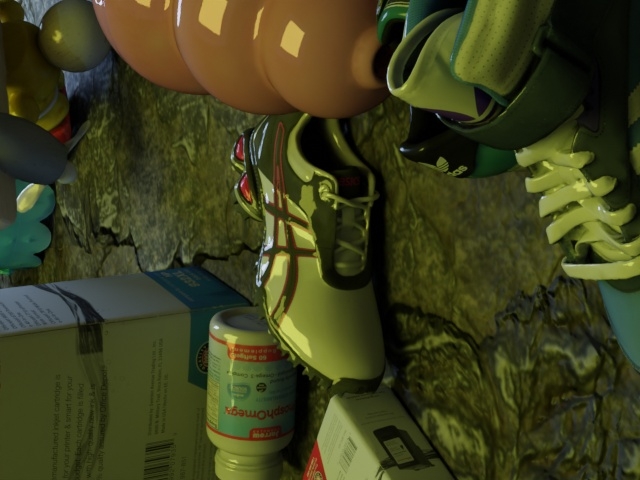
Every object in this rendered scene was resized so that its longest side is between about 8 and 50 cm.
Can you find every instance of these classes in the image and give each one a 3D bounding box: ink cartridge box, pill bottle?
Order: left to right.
[{"bbox_3d":[-0.239,0.162,1.517,0.129,0.308,0.223,33,123,52],"label":"ink cartridge box"},{"bbox_3d":[-0.066,0.150,1.441,0.087,0.087,0.160,26,118,55],"label":"pill bottle"},{"bbox_3d":[0.055,0.216,1.273,0.150,0.063,0.109,54,138,39],"label":"ink cartridge box"}]

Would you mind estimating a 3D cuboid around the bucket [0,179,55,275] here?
[{"bbox_3d":[-0.492,-0.084,2.018,0.281,0.183,0.281,18,111,57],"label":"bucket"}]

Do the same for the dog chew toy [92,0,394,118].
[{"bbox_3d":[-0.048,-0.199,1.251,0.332,0.207,0.206,31,122,44],"label":"dog chew toy"}]

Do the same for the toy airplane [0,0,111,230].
[{"bbox_3d":[-0.379,-0.232,1.718,0.384,0.273,0.386,-89,-14,-76],"label":"toy airplane"}]

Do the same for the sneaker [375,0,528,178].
[{"bbox_3d":[0.102,-0.194,1.057,0.108,0.121,0.302,2,97,59],"label":"sneaker"}]

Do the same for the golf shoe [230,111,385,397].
[{"bbox_3d":[0.000,0.000,1.291,0.120,0.105,0.272,-42,60,46],"label":"golf shoe"}]

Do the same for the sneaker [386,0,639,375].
[{"bbox_3d":[0.137,-0.055,0.912,0.130,0.236,0.322,0,96,59],"label":"sneaker"}]
